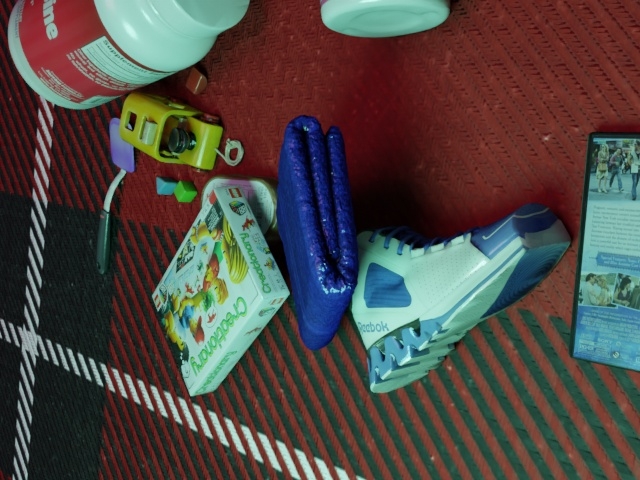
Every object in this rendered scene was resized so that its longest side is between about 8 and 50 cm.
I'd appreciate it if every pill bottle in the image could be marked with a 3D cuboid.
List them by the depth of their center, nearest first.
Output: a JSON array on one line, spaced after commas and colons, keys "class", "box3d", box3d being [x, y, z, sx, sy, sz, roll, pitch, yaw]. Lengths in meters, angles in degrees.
[{"class": "pill bottle", "box3d": [0.076, -0.409, 1.111, 0.160, 0.160, 0.283, -4, 87, 44]}, {"class": "pill bottle", "box3d": [-0.307, -0.364, 1.440, 0.407, 0.229, 0.229, -11, 83, 44]}]

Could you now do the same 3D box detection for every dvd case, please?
[{"class": "dvd case", "box3d": [0.352, 0.014, 0.935, 0.180, 0.022, 0.253, 8, 96, 45]}]

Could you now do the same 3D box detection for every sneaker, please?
[{"class": "sneaker", "box3d": [0.126, 0.033, 1.084, 0.315, 0.127, 0.182, -46, 62, 36]}]

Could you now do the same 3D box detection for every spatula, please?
[{"class": "spatula", "box3d": [-0.384, -0.078, 1.653, 0.084, 0.030, 0.297, 27, 109, 42]}]

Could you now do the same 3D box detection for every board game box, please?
[{"class": "board game box", "box3d": [-0.162, 0.084, 1.379, 0.305, 0.053, 0.193, -53, 55, 45]}]

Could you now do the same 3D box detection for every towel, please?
[{"class": "towel", "box3d": [0.000, 0.000, 1.134, 0.308, 0.076, 0.228, 104, 155, -72]}]

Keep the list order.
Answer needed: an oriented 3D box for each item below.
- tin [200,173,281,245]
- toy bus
[{"class": "tin", "box3d": [-0.120, -0.050, 1.391, 0.189, 0.040, 0.106, 8, 91, 44]}, {"class": "toy bus", "box3d": [-0.244, -0.174, 1.464, 0.202, 0.104, 0.191, -33, 68, 40]}]
